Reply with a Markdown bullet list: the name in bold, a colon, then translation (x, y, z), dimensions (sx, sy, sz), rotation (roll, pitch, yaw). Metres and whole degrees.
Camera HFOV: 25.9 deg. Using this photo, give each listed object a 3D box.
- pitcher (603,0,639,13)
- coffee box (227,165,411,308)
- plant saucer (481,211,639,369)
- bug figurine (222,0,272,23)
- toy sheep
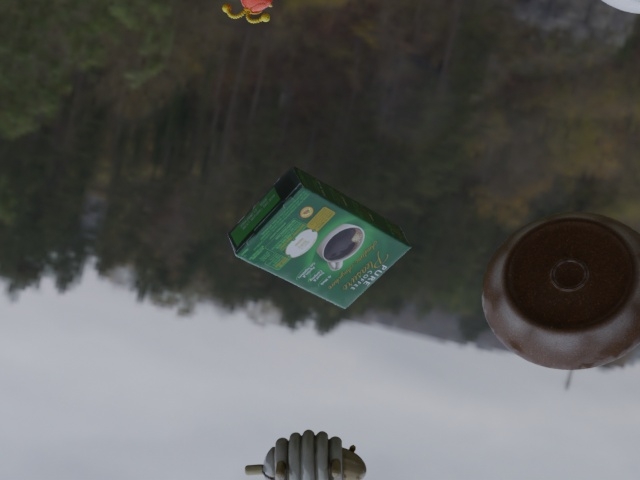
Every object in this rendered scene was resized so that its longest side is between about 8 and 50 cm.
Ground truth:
- **pitcher**: translation (0.303, -0.339, 1.492), dimensions (0.177, 0.125, 0.207), rotation (29, -163, -42)
- **coffee box**: translation (0.000, 0.000, 1.523), dimensions (0.184, 0.113, 0.040), rotation (26, -154, -41)
- **plant saucer**: translation (0.271, 0.044, 1.512), dimensions (0.198, 0.199, 0.036), rotation (15, 154, 23)
- **bug figurine**: translation (-0.178, -0.342, 1.596), dimensions (0.279, 0.072, 0.216), rotation (16, 158, 32)
- **toy sheep**: translation (-0.016, 0.246, 1.503), dimensions (0.132, 0.091, 0.091), rotation (2, -177, 1)
